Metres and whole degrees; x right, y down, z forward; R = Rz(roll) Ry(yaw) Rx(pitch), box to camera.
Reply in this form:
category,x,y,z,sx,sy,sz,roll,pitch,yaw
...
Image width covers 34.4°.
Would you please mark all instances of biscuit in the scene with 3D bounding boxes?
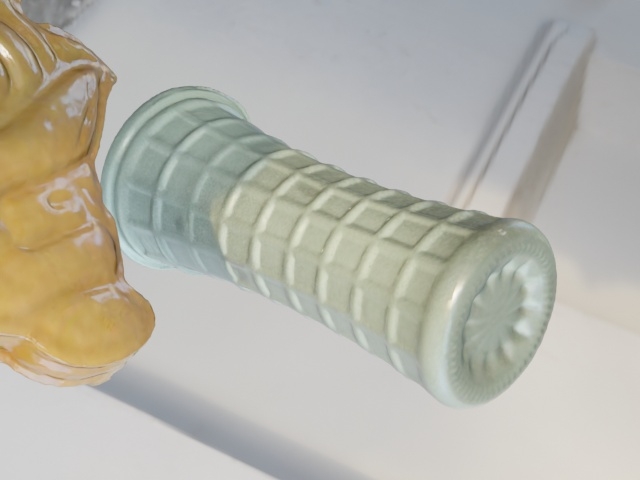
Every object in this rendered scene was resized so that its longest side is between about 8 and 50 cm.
category,x,y,z,sx,sy,sz,roll,pitch,yaw
biscuit,-0.136,-0.055,0.322,0.035,0.250,0.162,-30,-162,32

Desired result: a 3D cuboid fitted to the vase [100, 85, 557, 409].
category,x,y,z,sx,sy,sz,roll,pitch,yaw
vase,0.000,0.000,0.668,0.143,0.298,0.143,-23,124,-39
